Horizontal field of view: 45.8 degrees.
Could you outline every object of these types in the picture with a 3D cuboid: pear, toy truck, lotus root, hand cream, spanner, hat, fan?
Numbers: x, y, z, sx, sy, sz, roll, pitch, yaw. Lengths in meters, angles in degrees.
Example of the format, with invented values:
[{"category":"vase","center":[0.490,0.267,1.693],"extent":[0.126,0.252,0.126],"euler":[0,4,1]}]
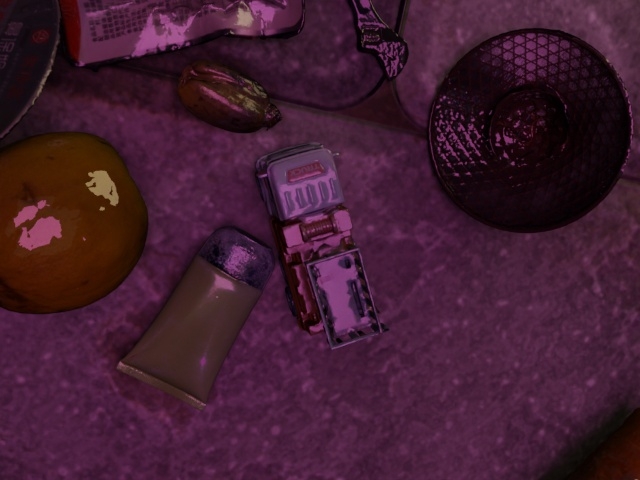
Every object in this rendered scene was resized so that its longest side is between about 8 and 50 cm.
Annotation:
[{"category":"pear","center":[-0.223,-0.013,0.631],"extent":[0.162,0.149,0.148],"euler":[-38,104,-26]},{"category":"toy truck","center":[-0.001,0.000,0.695],"extent":[0.080,0.115,0.177],"euler":[-18,99,-8]},{"category":"lotus root","center":[-0.083,-0.129,0.694],"extent":[0.099,0.049,0.054],"euler":[23,72,-16]},{"category":"hand cream","center":[-0.110,0.070,0.722],"extent":[0.095,0.046,0.175],"euler":[30,98,-14]},{"category":"spanner","center":[0.032,-0.251,0.719],"extent":[0.046,0.012,0.208],"euler":[-25,101,-7]},{"category":"hat","center":[0.208,-0.106,0.744],"extent":[0.193,0.082,0.192],"euler":[4,100,27]},{"category":"fan","center":[-0.343,-0.126,0.595],"extent":[0.294,0.012,0.223],"euler":[-19,61,-8]}]

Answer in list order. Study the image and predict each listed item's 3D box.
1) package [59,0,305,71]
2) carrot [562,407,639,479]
[{"category":"package","center":[-0.127,-0.249,0.679],"extent":[0.232,0.040,0.166],"euler":[-10,97,-1]},{"category":"carrot","center":[0.277,0.314,0.790],"extent":[0.139,0.139,0.301],"euler":[40,82,-13]}]
